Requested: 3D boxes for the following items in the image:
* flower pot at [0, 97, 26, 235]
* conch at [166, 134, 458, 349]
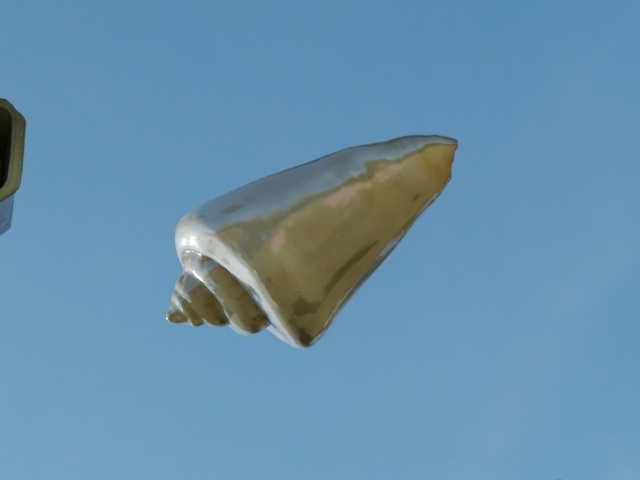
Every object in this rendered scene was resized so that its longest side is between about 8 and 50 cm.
[{"bbox_3d":[-0.332,-0.067,1.143,0.229,0.103,0.108,15,-18,-8],"label":"flower pot"},{"bbox_3d":[-0.008,-0.005,0.838,0.176,0.094,0.104,-45,-42,-20],"label":"conch"}]
